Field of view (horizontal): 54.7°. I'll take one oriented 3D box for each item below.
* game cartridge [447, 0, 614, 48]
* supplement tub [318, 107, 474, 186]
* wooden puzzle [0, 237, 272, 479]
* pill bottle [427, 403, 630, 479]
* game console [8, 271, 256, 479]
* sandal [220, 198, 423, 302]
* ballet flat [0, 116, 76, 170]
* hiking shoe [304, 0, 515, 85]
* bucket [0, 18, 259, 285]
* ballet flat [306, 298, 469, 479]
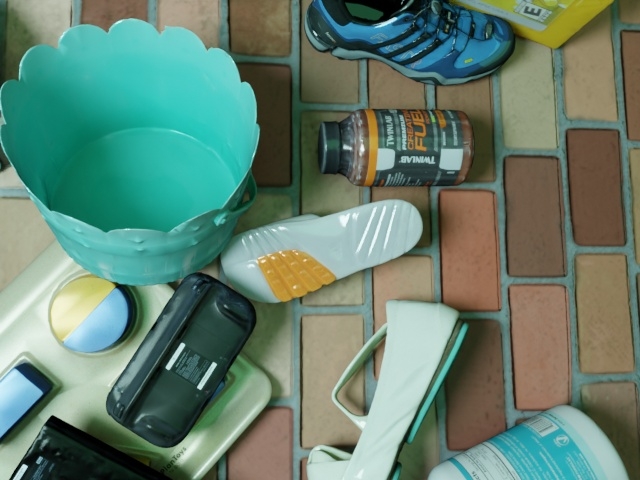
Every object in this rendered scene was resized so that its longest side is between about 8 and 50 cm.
[{"bbox_3d":[0.227,-0.370,0.789,0.324,0.285,0.052,16,81,-5],"label":"game cartridge"},{"bbox_3d":[0.098,-0.124,0.834,0.198,0.106,0.106,-2,84,-8],"label":"supplement tub"},{"bbox_3d":[-0.284,0.189,0.760,0.348,0.080,0.322,43,80,-1],"label":"wooden puzzle"},{"bbox_3d":[0.237,0.325,0.781,0.264,0.146,0.146,-23,87,-9],"label":"pill bottle"},{"bbox_3d":[-0.192,0.216,0.721,0.213,0.044,0.361,33,82,-9],"label":"game console"},{"bbox_3d":[0.004,0.010,0.819,0.265,0.076,0.102,-14,98,5],"label":"sandal"},{"bbox_3d":[-0.416,-0.129,0.795,0.213,0.072,0.068,-19,59,-10],"label":"ballet flat"},{"bbox_3d":[0.131,-0.289,0.843,0.304,0.132,0.113,4,83,-7],"label":"hiking shoe"},{"bbox_3d":[-0.206,-0.092,0.717,0.281,0.183,0.281,4,63,-9],"label":"bucket"},{"bbox_3d":[0.060,0.254,0.788,0.139,0.139,0.400,26,77,-4],"label":"ballet flat"}]
